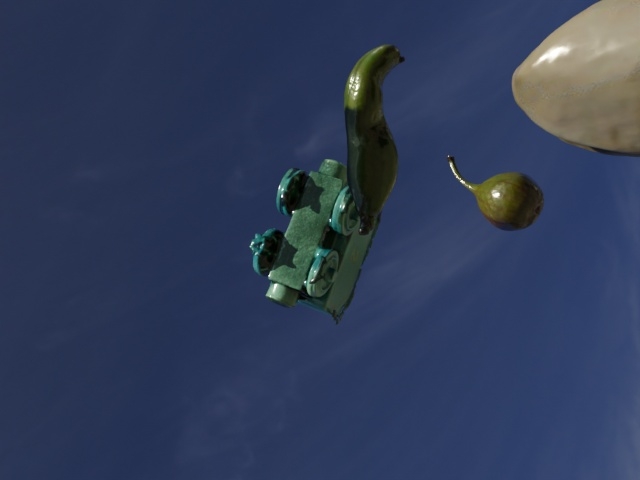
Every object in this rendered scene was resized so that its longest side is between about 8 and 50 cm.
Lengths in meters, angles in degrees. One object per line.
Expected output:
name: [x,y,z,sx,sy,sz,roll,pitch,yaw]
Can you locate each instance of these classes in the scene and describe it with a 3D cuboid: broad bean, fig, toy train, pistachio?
broad bean: [0.057,-0.112,0.992,0.070,0.048,0.214,1,-79,-26]
fig: [0.340,-0.106,1.806,0.124,0.236,0.124,-37,-35,-32]
toy train: [0.000,0.000,1.184,0.203,0.112,0.163,-67,-22,-7]
pistachio: [0.291,-0.153,0.798,0.138,0.238,0.153,15,-102,-53]
